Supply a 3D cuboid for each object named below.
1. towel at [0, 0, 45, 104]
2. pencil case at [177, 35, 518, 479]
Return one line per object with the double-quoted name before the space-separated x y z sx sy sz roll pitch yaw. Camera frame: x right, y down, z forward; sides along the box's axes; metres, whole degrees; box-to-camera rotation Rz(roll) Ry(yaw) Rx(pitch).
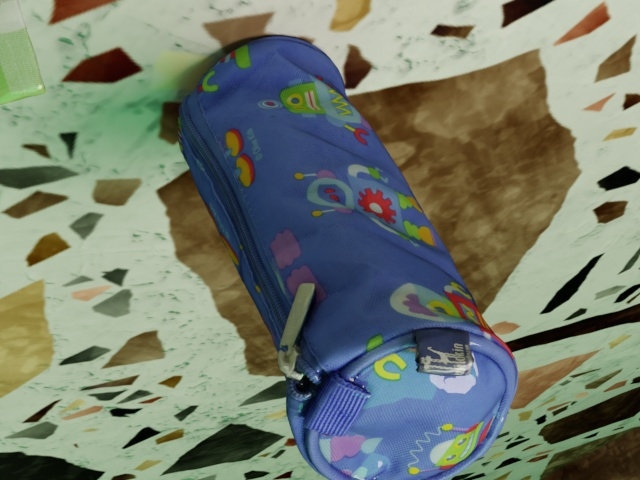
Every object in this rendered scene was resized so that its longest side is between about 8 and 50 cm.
"towel" -0.193 -0.123 0.417 0.113 0.023 0.152 -15 110 -6
"pencil case" 0.000 0.000 0.570 0.133 0.306 0.119 17 122 -35
